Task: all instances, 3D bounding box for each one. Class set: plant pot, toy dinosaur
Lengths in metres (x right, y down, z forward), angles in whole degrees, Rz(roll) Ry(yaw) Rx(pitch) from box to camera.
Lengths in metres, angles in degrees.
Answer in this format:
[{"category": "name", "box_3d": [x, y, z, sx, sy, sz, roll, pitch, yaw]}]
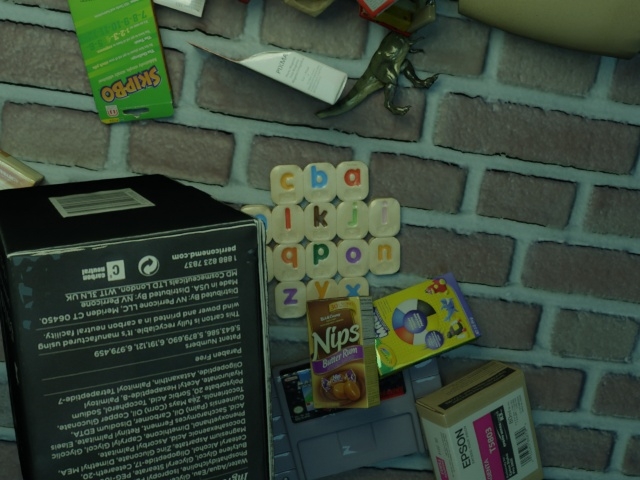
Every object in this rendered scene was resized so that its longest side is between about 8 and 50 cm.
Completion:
[{"category": "plant pot", "box_3d": [0.357, -0.419, 1.162, 0.274, 0.256, 0.256, 5, 103, 8]}, {"category": "toy dinosaur", "box_3d": [0.121, -0.275, 1.243, 0.118, 0.064, 0.268, 41, 96, 1]}]

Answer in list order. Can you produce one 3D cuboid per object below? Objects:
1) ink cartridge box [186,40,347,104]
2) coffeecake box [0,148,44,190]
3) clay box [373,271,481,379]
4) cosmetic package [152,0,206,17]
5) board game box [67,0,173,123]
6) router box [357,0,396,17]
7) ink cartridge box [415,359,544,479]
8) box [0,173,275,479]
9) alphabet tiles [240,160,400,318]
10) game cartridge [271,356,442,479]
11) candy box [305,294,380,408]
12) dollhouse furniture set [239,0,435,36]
[{"category": "ink cartridge box", "box_3d": [-0.083, -0.278, 1.150, 0.232, 0.189, 0.066, 26, 98, -11]}, {"category": "coffeecake box", "box_3d": [-0.563, -0.063, 1.203, 0.142, 0.068, 0.185, 34, 97, -13]}, {"category": "clay box", "box_3d": [0.154, 0.154, 1.311, 0.222, 0.053, 0.127, -21, 73, -9]}, {"category": "cosmetic package", "box_3d": [-0.288, -0.429, 1.156, 0.239, 0.060, 0.099, 15, 100, -10]}, {"category": "board game box", "box_3d": [-0.311, -0.311, 1.158, 0.124, 0.039, 0.259, -6, 119, 1]}, {"category": "router box", "box_3d": [0.082, -0.536, 1.072, 0.301, 0.082, 0.335, 47, 56, -14]}, {"category": "ink cartridge box", "box_3d": [0.296, 0.368, 1.366, 0.193, 0.088, 0.235, -23, 107, -26]}, {"category": "box", "box_3d": [-0.283, 0.175, 1.054, 0.297, 0.480, 0.472, -9, 105, -24]}, {"category": "alphabet tiles", "box_3d": [0.000, 0.000, 1.310, 0.284, 0.021, 0.278, -4, 106, -6]}, {"category": "game cartridge", "box_3d": [0.053, 0.312, 1.372, 0.355, 0.068, 0.230, -14, 108, -4]}, {"category": "candy box", "box_3d": [0.037, 0.191, 1.273, 0.109, 0.053, 0.187, -8, 82, 31]}, {"category": "dollhouse furniture set", "box_3d": [-0.013, -0.450, 1.131, 0.374, 0.152, 0.201, 14, 69, -31]}]
